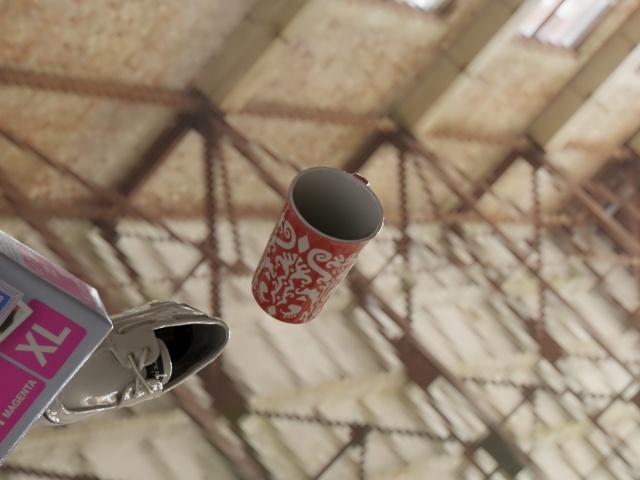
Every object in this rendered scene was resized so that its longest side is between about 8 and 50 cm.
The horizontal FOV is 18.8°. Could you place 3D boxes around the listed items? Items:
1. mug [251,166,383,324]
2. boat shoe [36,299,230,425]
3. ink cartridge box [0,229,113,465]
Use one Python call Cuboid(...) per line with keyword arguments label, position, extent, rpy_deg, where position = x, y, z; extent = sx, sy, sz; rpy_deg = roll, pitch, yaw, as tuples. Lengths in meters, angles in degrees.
Cuboid(label="mug", position=(0.004, 0.008, 2.236), extent=(0.150, 0.169, 0.113), rpy_deg=(-17, -120, -37))
Cuboid(label="boat shoe", position=(-0.192, 0.126, 1.958), extent=(0.088, 0.096, 0.267), rpy_deg=(7, -167, 32))
Cuboid(label="ink cartridge box", position=(-0.295, 0.034, 1.100), extent=(0.311, 0.186, 0.065), rpy_deg=(36, -173, -28))
